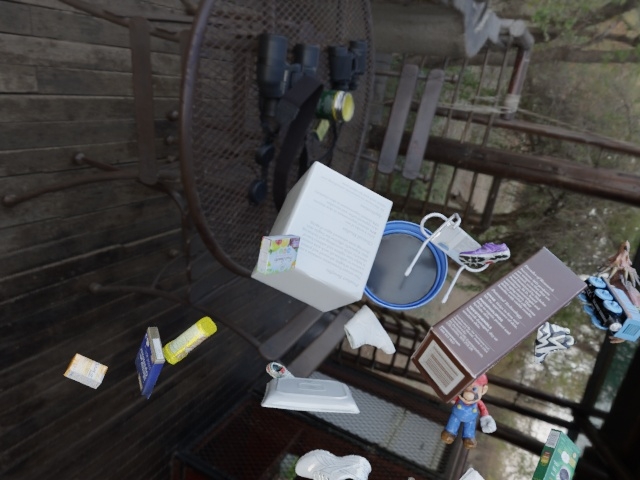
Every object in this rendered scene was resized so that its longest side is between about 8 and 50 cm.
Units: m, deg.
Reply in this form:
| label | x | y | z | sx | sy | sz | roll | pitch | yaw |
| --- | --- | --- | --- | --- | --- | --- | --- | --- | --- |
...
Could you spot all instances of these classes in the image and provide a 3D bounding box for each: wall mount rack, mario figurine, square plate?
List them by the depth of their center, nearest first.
| label | x | y | z | sx | sy | sz | roll | pitch | yaw |
| --- | --- | --- | --- | --- | --- | --- | --- | --- | --- |
| mario figurine | 0.536 | 0.622 | 1.724 | 0.198 | 0.170 | 0.320 | 2 | 102 | -20 |
| square plate | -0.040 | 0.583 | 1.776 | 0.344 | 0.348 | 0.049 | 126 | -30 | -85 |
| wall mount rack | 0.512 | 0.067 | 1.849 | 0.304 | 0.350 | 0.130 | -48 | -167 | 23 |

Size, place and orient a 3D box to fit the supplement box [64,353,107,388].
| label | x | y | z | sx | sy | sz | roll | pitch | yaw |
| --- | --- | --- | --- | --- | --- | --- | --- | --- | --- |
| supplement box | -0.687 | 0.383 | 1.359 | 0.036 | 0.098 | 0.062 | -46 | -155 | 21 |

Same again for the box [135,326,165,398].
| label | x | y | z | sx | sy | sz | roll | pitch | yaw |
| --- | --- | --- | --- | --- | --- | --- | --- | --- | --- |
| box | -0.576 | 0.414 | 1.545 | 0.037 | 0.136 | 0.225 | 3 | 130 | -36 |

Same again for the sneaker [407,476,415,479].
| label | x | y | z | sx | sy | sz | roll | pitch | yaw |
| --- | --- | --- | --- | --- | --- | --- | --- | --- | --- |
| sneaker | 0.292 | 0.826 | 1.482 | 0.042 | 0.067 | 0.118 | 2 | 59 | -45 |

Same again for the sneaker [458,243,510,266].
| label | x | y | z | sx | sy | sz | roll | pitch | yaw |
| --- | --- | --- | --- | --- | --- | --- | --- | --- | --- |
| sneaker | 0.569 | 0.046 | 1.621 | 0.068 | 0.170 | 0.071 | 70 | 17 | -51 |

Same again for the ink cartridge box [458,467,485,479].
| label | x | y | z | sx | sy | sz | roll | pitch | yaw |
| --- | --- | --- | --- | --- | --- | --- | --- | --- | --- |
| ink cartridge box | 0.437 | 0.727 | 1.278 | 0.086 | 0.148 | 0.203 | -39 | 148 | -13 |

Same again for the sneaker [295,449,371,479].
| label | x | y | z | sx | sy | sz | roll | pitch | yaw |
| --- | --- | --- | --- | --- | --- | --- | --- | --- | --- |
| sneaker | 0.041 | 0.894 | 1.782 | 0.129 | 0.297 | 0.110 | -62 | 145 | -64 |

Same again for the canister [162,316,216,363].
| label | x | y | z | sx | sy | sz | roll | pitch | yaw |
| --- | --- | --- | --- | --- | --- | --- | --- | --- | --- |
| canister | -0.465 | 0.354 | 1.654 | 0.170 | 0.073 | 0.126 | -38 | 178 | 6 |

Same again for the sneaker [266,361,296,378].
| label | x | y | z | sx | sy | sz | roll | pitch | yaw |
| --- | --- | --- | --- | --- | --- | --- | --- | --- | --- |
| sneaker | -0.159 | 0.578 | 1.986 | 0.057 | 0.161 | 0.075 | -52 | 178 | -32 |

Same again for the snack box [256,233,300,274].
| label | x | y | z | sx | sy | sz | roll | pitch | yaw |
| --- | --- | --- | --- | --- | --- | --- | --- | --- | --- |
| snack box | -0.115 | 0.037 | 1.294 | 0.141 | 0.037 | 0.100 | -7 | 113 | -59 |

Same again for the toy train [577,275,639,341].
| label | x | y | z | sx | sy | sz | roll | pitch | yaw |
| --- | --- | --- | --- | --- | --- | --- | --- | --- | --- |
| toy train | 0.711 | 0.161 | 1.137 | 0.184 | 0.105 | 0.080 | -76 | -177 | -58 |

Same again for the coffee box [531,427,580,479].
| label | x | y | z | sx | sy | sz | roll | pitch | yaw |
| --- | --- | --- | --- | --- | --- | --- | --- | --- | --- |
| coffee box | 0.670 | 0.647 | 1.319 | 0.113 | 0.040 | 0.184 | 45 | 64 | -18 |

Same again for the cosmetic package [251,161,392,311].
| label | x | y | z | sx | sy | sz | roll | pitch | yaw |
| --- | --- | --- | --- | --- | --- | --- | --- | --- | --- |
| cosmetic package | 0.000 | 0.000 | 1.678 | 0.327 | 0.330 | 0.393 | -35 | -150 | 63 |

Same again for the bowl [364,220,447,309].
| label | x | y | z | sx | sy | sz | roll | pitch | yaw |
| --- | --- | --- | --- | --- | --- | --- | --- | --- | --- |
| bowl | 0.336 | 0.109 | 1.972 | 0.077 | 0.392 | 0.390 | 79 | 34 | -69 |

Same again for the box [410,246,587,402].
| label | x | y | z | sx | sy | sz | roll | pitch | yaw |
| --- | --- | --- | --- | --- | --- | --- | --- | --- | --- |
| box | 0.408 | 0.191 | 1.072 | 0.382 | 0.143 | 0.191 | -27 | 152 | -22 |

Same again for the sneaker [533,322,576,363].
| label | x | y | z | sx | sy | sz | roll | pitch | yaw |
| --- | --- | --- | --- | --- | --- | --- | --- | --- | --- |
| sneaker | 0.985 | 0.442 | 1.946 | 0.094 | 0.153 | 0.234 | -53 | 142 | -53 |

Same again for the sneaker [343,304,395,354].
| label | x | y | z | sx | sy | sz | roll | pitch | yaw |
| --- | --- | --- | --- | --- | --- | --- | --- | --- | --- |
| sneaker | 0.214 | 0.451 | 2.123 | 0.169 | 0.108 | 0.292 | -39 | 113 | -11 |

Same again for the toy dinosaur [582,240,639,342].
| label | x | y | z | sx | sy | sz | roll | pitch | yaw |
| --- | --- | --- | --- | --- | --- | --- | --- | --- | --- |
| toy dinosaur | 0.858 | 0.167 | 1.298 | 0.200 | 0.127 | 0.295 | 75 | 1 | -54 |
